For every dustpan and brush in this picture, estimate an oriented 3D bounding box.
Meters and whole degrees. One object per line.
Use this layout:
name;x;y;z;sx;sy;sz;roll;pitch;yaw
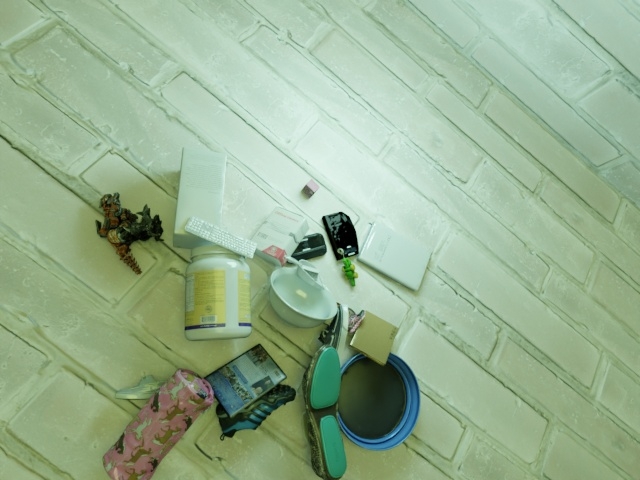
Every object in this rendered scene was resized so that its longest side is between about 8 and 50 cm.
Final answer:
dustpan and brush;-0.069;0.116;1.677;0.211;0.060;0.147;21;25;-28

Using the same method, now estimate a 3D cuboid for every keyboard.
keyboard;-0.356;-0.012;1.469;0.256;0.014;0.072;25;56;-14

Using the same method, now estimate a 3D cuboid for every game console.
game console;0.000;0.000;1.810;0.362;0.044;0.212;-15;80;-24

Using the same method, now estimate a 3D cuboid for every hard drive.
hard drive;0.349;0.073;1.909;0.319;0.040;0.210;29;68;-9

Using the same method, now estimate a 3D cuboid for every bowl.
bowl;-0.092;0.252;1.626;0.298;0.134;0.297;27;24;-13
bowl;0.226;0.651;1.684;0.392;0.077;0.390;5;73;-18

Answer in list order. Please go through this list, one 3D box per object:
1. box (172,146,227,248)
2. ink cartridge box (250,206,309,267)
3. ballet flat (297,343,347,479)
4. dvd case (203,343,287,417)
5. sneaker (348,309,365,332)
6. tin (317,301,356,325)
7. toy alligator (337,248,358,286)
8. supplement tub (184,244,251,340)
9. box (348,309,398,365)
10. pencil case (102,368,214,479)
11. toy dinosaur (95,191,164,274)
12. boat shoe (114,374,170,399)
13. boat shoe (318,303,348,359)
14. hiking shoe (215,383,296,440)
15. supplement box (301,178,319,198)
box;-0.474;-0.154;1.596;0.169;0.215;0.344;6;74;-18
ink cartridge box;-0.171;-0.019;1.697;0.159;0.092;0.217;23;66;23
ballet flat;-0.010;0.646;1.549;0.164;0.182;0.481;5;73;-39
dvd case;-0.278;0.512;1.514;0.253;0.022;0.180;-27;55;-33
sneaker;0.145;0.335;1.730;0.057;0.047;0.119;38;65;6
tin;0.067;0.324;1.745;0.190;0.040;0.106;27;64;-11
toy alligator;0.125;0.113;1.802;0.051;0.056;0.189;-43;115;-59
supplement tub;-0.380;0.199;1.515;0.242;0.241;0.330;1;74;-19
box;0.229;0.409;1.726;0.165;0.021;0.201;28;46;6
pencil case;-0.532;0.622;1.353;0.167;0.160;0.386;34;78;34
toy dinosaur;-0.725;-0.033;1.541;0.219;0.164;0.321;-19;100;-8
boat shoe;-0.602;0.519;1.444;0.228;0.079;0.081;3;67;-24
boat shoe;0.042;0.400;1.660;0.102;0.108;0.300;12;92;-7
hiking shoe;-0.236;0.634;1.530;0.305;0.113;0.131;-10;99;-20
supplement box;-0.046;-0.232;1.837;0.055;0.083;0.043;44;66;-4
